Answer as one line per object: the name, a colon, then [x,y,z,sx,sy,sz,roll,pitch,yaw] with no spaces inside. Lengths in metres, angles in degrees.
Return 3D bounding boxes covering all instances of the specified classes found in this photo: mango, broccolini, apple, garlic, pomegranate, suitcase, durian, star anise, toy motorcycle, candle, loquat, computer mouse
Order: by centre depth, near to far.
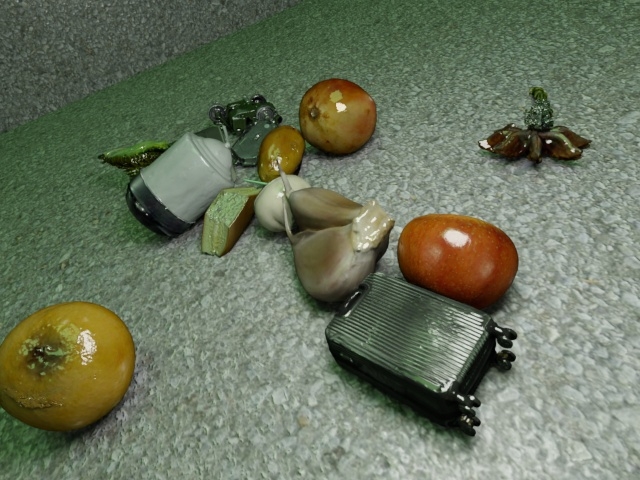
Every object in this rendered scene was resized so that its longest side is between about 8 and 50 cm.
suitcase: [0.173,0.195,0.816,0.312,0.128,0.202,21,55,36]
apple: [0.269,0.044,0.896,0.234,0.210,0.173,9,79,43]
loquat: [-0.523,0.258,0.916,0.262,0.263,0.263,-10,42,10]
garlic: [0.000,0.000,1.023,0.340,0.246,0.231,30,76,34]
star anise: [0.579,-0.268,1.199,0.288,0.088,0.288,-6,31,4]
broccolini: [0.620,-0.390,1.278,0.073,0.079,0.392,-5,21,24]
candle: [-0.390,-0.184,1.312,0.342,0.221,0.221,-39,41,8]
pomegranate: [0.070,-0.399,1.431,0.270,0.229,0.252,-9,20,-40]
mango: [-0.133,-0.276,1.442,0.156,0.151,0.249,-26,36,43]
durian: [-0.590,-0.270,1.485,0.374,0.107,0.132,0,44,23]
computer mouse: [-0.229,-0.344,1.594,0.126,0.071,0.231,21,64,19]
toy motorcycle: [-0.292,-0.483,1.733,0.275,0.127,0.205,-18,42,-10]

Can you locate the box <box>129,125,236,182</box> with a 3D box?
box: [-0.503,-0.259,1.586,0.367,0.090,0.373,-23,43,-4]

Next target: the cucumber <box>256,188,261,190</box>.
cucumber: [-0.181,-0.133,1.364,0.048,0.048,0.105,-40,42,-23]

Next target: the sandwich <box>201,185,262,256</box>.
sandwich: [-0.253,-0.075,1.265,0.094,0.096,0.258,20,68,22]

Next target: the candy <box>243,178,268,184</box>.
candy: [-0.145,-0.168,1.349,0.193,0.062,0.058,13,6,10]

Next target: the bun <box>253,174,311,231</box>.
bun: [-0.089,-0.088,1.198,0.172,0.173,0.120,-30,67,-13]
